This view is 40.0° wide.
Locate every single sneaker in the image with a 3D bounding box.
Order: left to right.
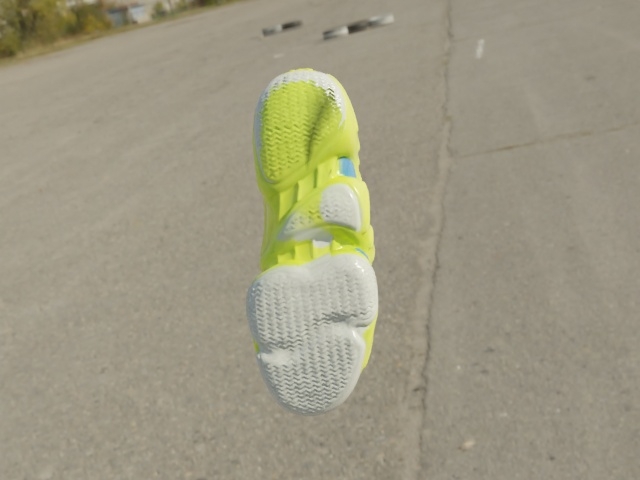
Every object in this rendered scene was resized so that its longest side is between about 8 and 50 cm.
[{"bbox_3d":[0.000,0.000,0.644,0.091,0.240,0.126,2,5,6],"label":"sneaker"}]
